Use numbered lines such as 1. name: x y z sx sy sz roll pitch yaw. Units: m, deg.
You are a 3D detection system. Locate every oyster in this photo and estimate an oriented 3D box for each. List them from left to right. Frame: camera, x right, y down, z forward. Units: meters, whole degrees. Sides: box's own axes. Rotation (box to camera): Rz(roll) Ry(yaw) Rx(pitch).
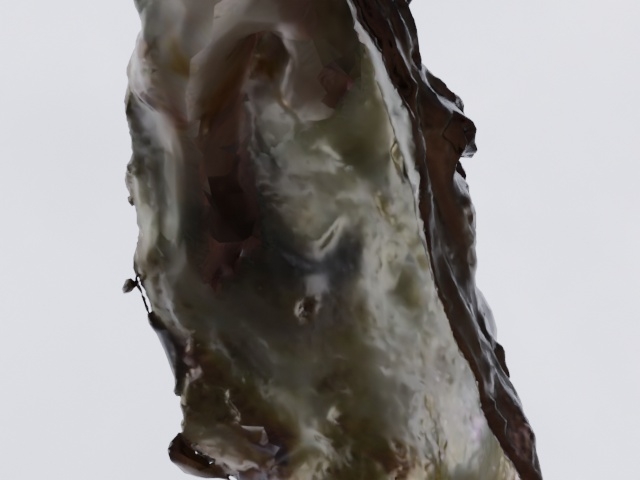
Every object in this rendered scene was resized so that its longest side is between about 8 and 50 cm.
1. oyster: -0.005 -0.010 0.798 0.096 0.221 0.361 -23 -82 -43
